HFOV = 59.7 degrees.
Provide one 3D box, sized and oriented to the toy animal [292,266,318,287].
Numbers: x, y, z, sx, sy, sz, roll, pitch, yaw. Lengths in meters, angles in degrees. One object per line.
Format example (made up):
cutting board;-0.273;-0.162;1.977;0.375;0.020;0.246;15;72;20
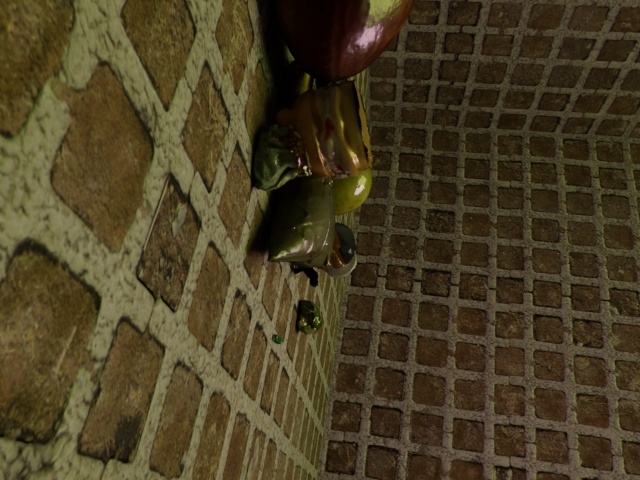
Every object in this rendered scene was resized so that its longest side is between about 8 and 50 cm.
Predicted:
toy animal;-0.049;0.084;1.983;0.062;0.108;0.220;78;-2;-50

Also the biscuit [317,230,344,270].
biscuit;-0.008;-0.015;2.008;0.283;0.064;0.432;62;11;-1

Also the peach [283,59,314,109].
peach;-0.073;-0.442;1.609;0.279;0.068;0.189;-30;133;-82

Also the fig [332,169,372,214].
fig;0.039;-0.199;1.909;0.326;0.258;0.258;115;-17;-77

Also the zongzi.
zongzi;-0.069;-0.103;1.573;0.393;0.174;0.355;12;76;-73

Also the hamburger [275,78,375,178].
hamburger;0.017;-0.292;1.520;0.276;0.237;0.276;-12;90;-81

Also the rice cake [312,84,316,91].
rice cake;-0.034;-0.492;1.914;0.245;0.042;0.045;-69;174;-64

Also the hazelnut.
hazelnut;0.050;-0.605;1.417;0.421;0.353;0.420;20;90;-90

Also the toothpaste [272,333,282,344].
toothpaste;-0.141;0.322;1.816;0.083;0.017;0.020;71;29;-70

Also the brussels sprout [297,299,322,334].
brussels sprout;-0.042;0.306;2.235;0.181;0.101;0.139;55;20;-61

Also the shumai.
shumai;-0.086;-0.210;1.421;0.184;0.142;0.184;7;90;-78

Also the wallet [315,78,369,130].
wallet;0.074;-0.474;1.775;0.221;0.071;0.262;41;30;-35

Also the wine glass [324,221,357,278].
wine glass;0.073;0.047;2.520;0.357;0.191;0.190;78;20;-73
